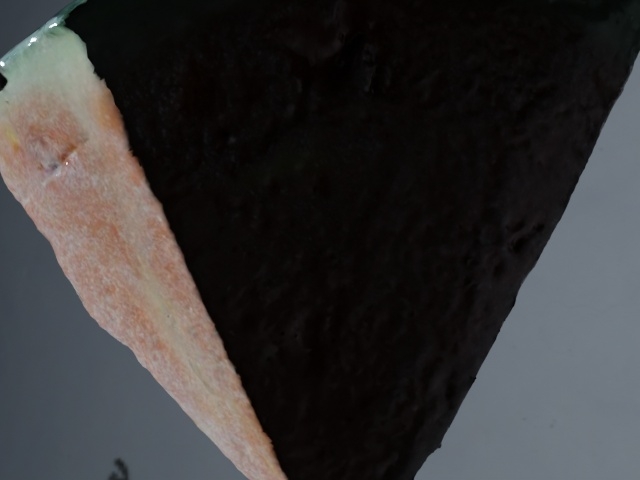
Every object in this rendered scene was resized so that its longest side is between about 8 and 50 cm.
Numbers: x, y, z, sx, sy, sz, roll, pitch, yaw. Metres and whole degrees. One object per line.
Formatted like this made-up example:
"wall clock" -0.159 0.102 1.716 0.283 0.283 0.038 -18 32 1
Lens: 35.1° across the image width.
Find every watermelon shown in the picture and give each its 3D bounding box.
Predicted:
"watermelon" 0.009 -0.040 0.482 0.292 0.283 0.250 56 130 28
